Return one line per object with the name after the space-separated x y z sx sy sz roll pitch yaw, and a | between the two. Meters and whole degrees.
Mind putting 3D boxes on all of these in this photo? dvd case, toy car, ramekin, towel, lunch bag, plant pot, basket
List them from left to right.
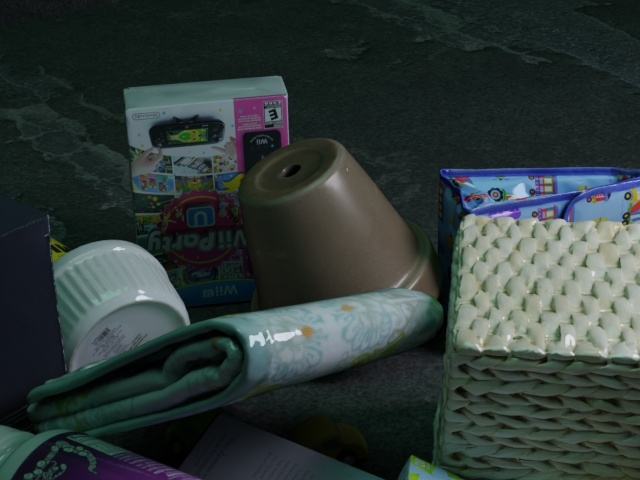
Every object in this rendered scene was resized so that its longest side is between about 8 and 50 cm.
-0.258 0.115 1.754 0.207 0.207 0.109 -17 39 -29 | ramekin
-0.100 0.131 1.561 0.374 0.090 0.320 -19 -4 41 | towel
-0.090 0.240 1.645 0.225 0.053 0.239 18 31 34 | toy car
-0.056 0.290 1.489 0.253 0.022 0.180 18 55 30 | dvd case
0.000 0.000 1.858 0.263 0.229 0.263 -20 30 12 | plant pot
0.311 0.017 1.897 0.293 0.221 0.138 -6 26 -10 | lunch bag
0.286 0.160 1.556 0.328 0.266 0.331 3 28 7 | basket

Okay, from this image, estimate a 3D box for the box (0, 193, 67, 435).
-0.473 0.090 1.678 0.343 0.313 0.179 20 33 38 | box

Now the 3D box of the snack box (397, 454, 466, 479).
0.162 0.300 1.358 0.207 0.070 0.174 24 11 0 | snack box

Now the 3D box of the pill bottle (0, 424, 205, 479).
-0.229 0.286 1.423 0.301 0.169 0.169 14 30 30 | pill bottle

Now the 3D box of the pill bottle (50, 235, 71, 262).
-0.355 0.073 1.932 0.119 0.119 0.208 -19 31 -33 | pill bottle

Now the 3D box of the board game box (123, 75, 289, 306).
-0.152 -0.065 1.994 0.224 0.303 0.097 -6 26 -8 | board game box
